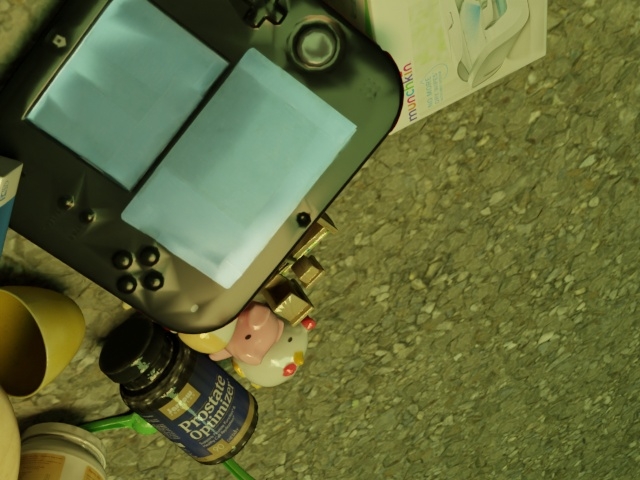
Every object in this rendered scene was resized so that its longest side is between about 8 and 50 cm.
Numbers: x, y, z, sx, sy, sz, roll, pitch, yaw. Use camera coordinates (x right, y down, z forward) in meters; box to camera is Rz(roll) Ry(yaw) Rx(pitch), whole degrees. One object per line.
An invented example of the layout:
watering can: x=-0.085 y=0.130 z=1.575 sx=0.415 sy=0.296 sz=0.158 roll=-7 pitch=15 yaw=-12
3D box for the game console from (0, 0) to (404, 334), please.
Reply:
game console: x=-0.139 y=-0.114 z=1.033 sx=0.342 sy=0.060 sz=0.386 roll=35 pitch=101 yaw=-23

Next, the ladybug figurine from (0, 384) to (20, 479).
ladybug figurine: x=-0.538 y=0.301 z=1.139 sx=0.449 sy=0.162 sz=0.305 roll=-47 pitch=109 yaw=-2

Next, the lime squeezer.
lime squeezer: x=-0.232 y=0.288 z=1.451 sx=0.311 sy=0.109 sz=0.059 roll=16 pitch=151 yaw=-9

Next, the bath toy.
bath toy: x=-0.116 y=0.102 z=1.304 sx=0.129 sy=0.151 sz=0.348 roll=-33 pitch=143 yaw=11

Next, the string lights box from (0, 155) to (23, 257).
string lights box: x=-0.397 y=0.032 z=0.988 sx=0.134 sy=0.076 sz=0.259 roll=17 pitch=105 yaw=-6

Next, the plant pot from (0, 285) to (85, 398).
plant pot: x=-0.339 y=0.109 z=1.187 sx=0.095 sy=0.134 sz=0.134 roll=-24 pitch=146 yaw=-56

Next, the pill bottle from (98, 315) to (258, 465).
pill bottle: x=-0.193 y=0.201 z=1.347 sx=0.123 sy=0.123 sz=0.219 roll=-40 pitch=124 yaw=4

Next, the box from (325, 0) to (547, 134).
box: x=0.127 y=-0.292 z=1.119 sx=0.231 sy=0.126 sz=0.262 roll=-28 pitch=141 yaw=-13

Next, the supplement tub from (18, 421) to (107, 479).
supplement tub: x=-0.363 y=0.357 z=1.312 sx=0.145 sy=0.199 sz=0.144 roll=2 pitch=134 yaw=3

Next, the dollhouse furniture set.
dollhouse furniture set: x=0.000 y=0.000 z=1.280 sx=0.182 sy=0.161 sz=0.101 roll=-43 pitch=140 yaw=10
